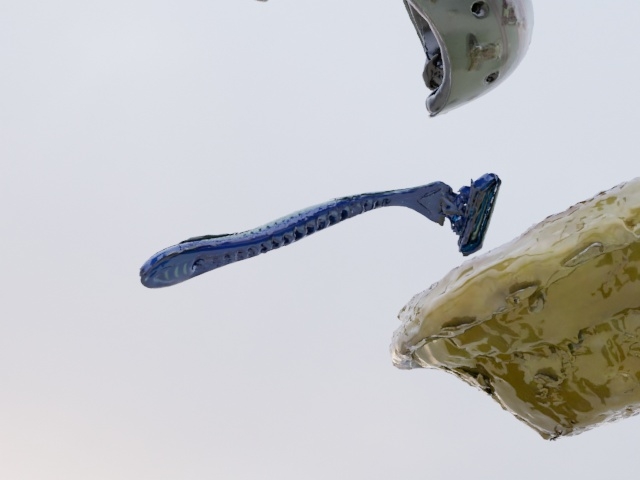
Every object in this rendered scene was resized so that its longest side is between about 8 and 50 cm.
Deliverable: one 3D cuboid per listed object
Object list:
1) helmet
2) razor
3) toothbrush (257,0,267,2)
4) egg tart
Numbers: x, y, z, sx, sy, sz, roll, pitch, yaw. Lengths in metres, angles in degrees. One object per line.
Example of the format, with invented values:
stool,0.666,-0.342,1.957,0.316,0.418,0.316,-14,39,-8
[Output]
helmet,0.124,-0.199,1.124,0.107,0.177,0.153,-14,-54,6
razor,-0.003,-0.009,1.162,0.324,0.056,0.093,-11,-39,-15
toothbrush,-0.021,-0.188,0.727,0.030,0.025,0.342,44,-9,-2
egg tart,0.211,0.043,0.873,0.341,0.132,0.341,-20,-11,-4
